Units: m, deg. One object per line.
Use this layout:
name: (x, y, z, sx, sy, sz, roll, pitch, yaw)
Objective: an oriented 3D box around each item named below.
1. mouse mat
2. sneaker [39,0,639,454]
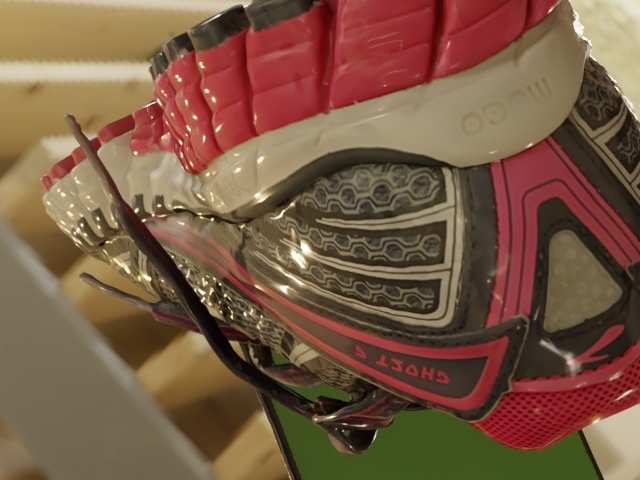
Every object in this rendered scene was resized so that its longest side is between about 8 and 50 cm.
mouse mat: (0.044, 0.073, 0.712, 0.152, 0.007, 0.190, 1, -123, -38)
sneaker: (0.000, 0.000, 0.506, 0.112, 0.120, 0.299, 64, 170, -2)
